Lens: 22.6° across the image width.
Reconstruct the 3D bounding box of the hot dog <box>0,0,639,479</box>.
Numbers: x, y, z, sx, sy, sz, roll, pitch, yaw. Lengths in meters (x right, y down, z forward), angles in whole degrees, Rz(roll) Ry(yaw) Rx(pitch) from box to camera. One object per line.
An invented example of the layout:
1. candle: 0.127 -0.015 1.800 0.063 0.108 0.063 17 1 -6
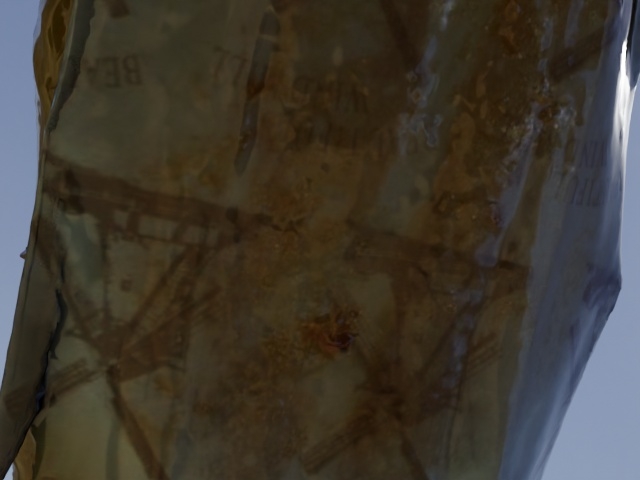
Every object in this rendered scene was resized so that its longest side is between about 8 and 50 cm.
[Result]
1. hot dog: 0.000 0.000 0.406 0.162 0.270 0.082 9 6 -22
